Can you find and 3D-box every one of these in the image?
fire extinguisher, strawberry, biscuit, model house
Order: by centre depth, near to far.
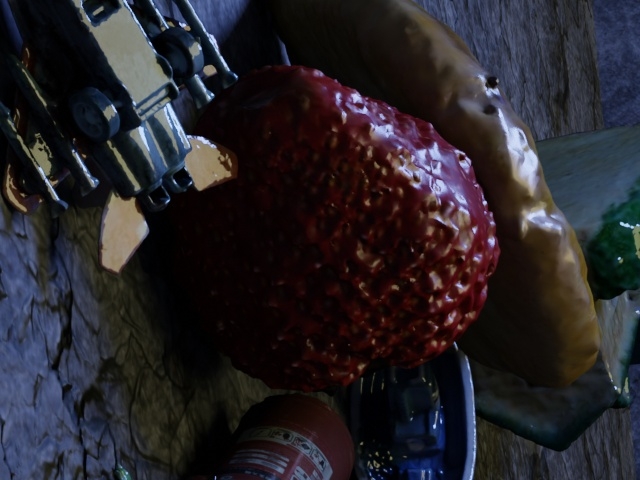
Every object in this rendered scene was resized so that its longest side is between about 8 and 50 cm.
[{"bbox_3d":[-0.059,0.203,1.437,0.337,0.106,0.147,-52,142,-69],"label":"fire extinguisher"},{"bbox_3d":[-0.002,-0.003,1.496,0.257,0.261,0.261,4,78,-68],"label":"strawberry"},{"bbox_3d":[0.107,-0.042,1.740,0.429,0.104,0.446,64,-11,-17],"label":"biscuit"},{"bbox_3d":[0.341,0.075,2.479,0.382,0.334,0.342,-53,130,-59],"label":"model house"}]

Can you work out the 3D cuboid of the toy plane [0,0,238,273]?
[{"bbox_3d":[-0.164,-0.149,1.286,0.223,0.104,0.326,-41,122,-37],"label":"toy plane"}]

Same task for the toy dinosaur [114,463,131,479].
[{"bbox_3d":[-0.135,0.201,1.351,0.062,0.021,0.083,-94,168,-65],"label":"toy dinosaur"}]

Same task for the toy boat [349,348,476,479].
[{"bbox_3d":[0.093,0.181,1.928,0.142,0.129,0.309,70,18,-67],"label":"toy boat"}]
